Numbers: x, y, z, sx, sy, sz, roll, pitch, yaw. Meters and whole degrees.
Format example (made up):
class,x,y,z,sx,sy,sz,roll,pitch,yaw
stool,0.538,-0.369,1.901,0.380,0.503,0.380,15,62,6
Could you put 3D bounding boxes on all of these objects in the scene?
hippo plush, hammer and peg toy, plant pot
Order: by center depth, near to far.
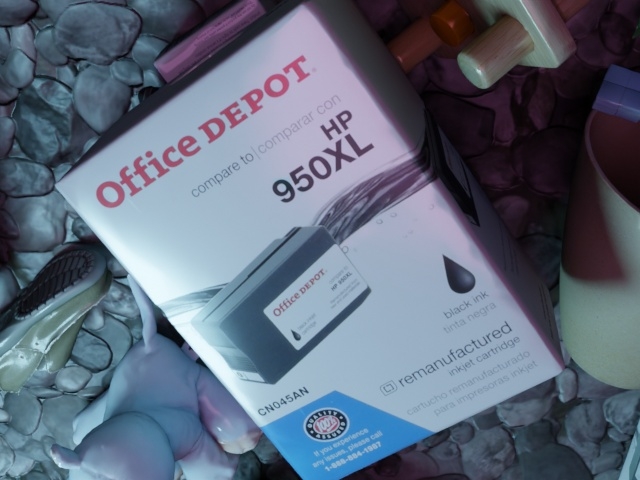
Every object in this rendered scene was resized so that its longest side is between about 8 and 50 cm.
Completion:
class,x,y,z,sx,sy,sz,roll,pitch,yaw
hammer and peg toy,0.055,-0.300,0.700,0.127,0.266,0.361,-40,110,-3
plant pot,0.355,0.023,0.870,0.257,0.256,0.274,8,136,-2
hippo plush,-0.185,0.247,0.988,0.235,0.236,0.294,22,116,-9

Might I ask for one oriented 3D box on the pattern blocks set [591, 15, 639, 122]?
class,x,y,z,sx,sy,sz,roll,pitch,yaw
pattern blocks set,0.433,-0.127,0.773,0.325,0.285,0.026,32,156,18

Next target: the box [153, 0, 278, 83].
class,x,y,z,sx,sy,sz,roll,pitch,yaw
box,-0.075,-0.169,0.861,0.126,0.072,0.137,-30,112,17

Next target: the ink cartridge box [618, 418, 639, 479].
class,x,y,z,sx,sy,sz,roll,pitch,yaw
ink cartridge box,0.456,0.317,1.020,0.115,0.198,0.272,6,117,1

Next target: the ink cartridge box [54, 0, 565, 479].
class,x,y,z,sx,sy,sz,roll,pitch,yaw
ink cartridge box,0.000,0.000,0.792,0.286,0.166,0.395,-31,107,20

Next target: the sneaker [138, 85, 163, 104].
class,x,y,z,sx,sy,sz,roll,pitch,yaw
sneaker,-0.188,-0.085,0.923,0.078,0.067,0.188,27,119,12

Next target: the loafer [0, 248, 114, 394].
class,x,y,z,sx,sy,sz,roll,pitch,yaw
loafer,-0.328,0.102,1.011,0.251,0.094,0.087,-36,122,23
